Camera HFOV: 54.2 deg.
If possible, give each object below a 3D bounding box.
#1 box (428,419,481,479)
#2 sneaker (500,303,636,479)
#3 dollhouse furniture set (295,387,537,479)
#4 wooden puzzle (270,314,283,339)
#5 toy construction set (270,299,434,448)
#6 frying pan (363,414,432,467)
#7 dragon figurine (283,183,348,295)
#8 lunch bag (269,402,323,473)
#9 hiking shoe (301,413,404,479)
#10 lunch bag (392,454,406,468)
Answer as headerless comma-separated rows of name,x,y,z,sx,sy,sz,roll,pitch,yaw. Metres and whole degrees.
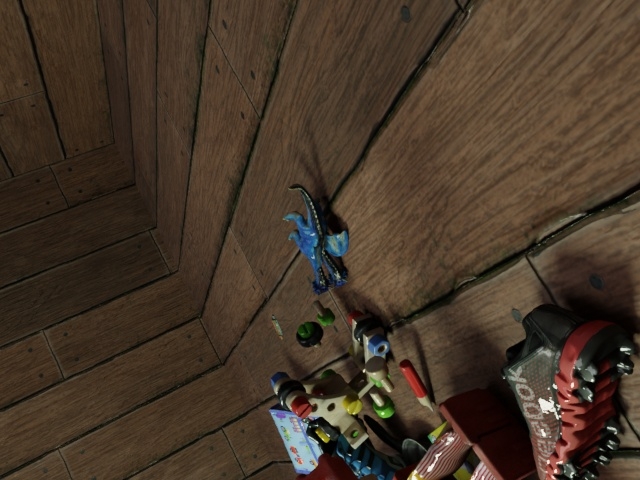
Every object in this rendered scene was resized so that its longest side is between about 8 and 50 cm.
box,0.250,0.364,1.098,0.105,0.043,0.179,57,159,22
sneaker,0.286,0.189,0.754,0.135,0.098,0.276,38,143,49
dollhouse furniture set,0.123,0.365,0.881,0.152,0.374,0.201,50,132,37
wooden puzzle,-0.135,0.270,1.941,0.083,0.006,0.049,67,159,-3
toy construction set,0.086,0.303,1.253,0.309,0.257,0.237,5,138,43
frying pan,0.207,0.483,1.311,0.326,0.053,0.197,0,112,69
dragon figurine,0.000,0.000,1.228,0.144,0.085,0.289,52,159,26
lunch bag,0.018,0.557,1.769,0.293,0.138,0.220,-8,107,54
hiking shoe,0.078,0.489,1.337,0.304,0.132,0.113,39,116,47
lunch bag,0.183,0.606,1.451,0.176,0.090,0.219,53,156,23
